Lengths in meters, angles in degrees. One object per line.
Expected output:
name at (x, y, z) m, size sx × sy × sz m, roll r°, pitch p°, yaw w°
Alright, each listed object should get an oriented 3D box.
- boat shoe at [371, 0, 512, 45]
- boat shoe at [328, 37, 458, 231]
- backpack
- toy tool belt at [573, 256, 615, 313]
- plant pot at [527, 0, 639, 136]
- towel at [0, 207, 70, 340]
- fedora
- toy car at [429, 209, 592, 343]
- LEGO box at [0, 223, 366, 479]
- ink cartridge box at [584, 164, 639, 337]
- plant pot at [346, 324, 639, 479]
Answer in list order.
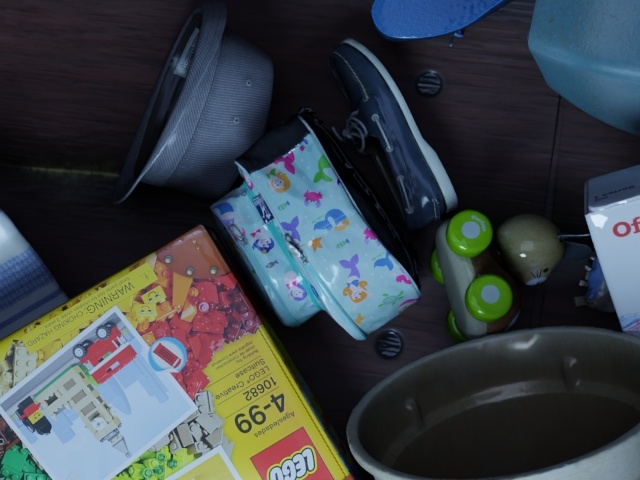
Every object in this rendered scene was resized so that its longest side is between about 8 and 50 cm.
boat shoe at (0.188, -0.304, 1.652) m, size 0.258 × 0.089 × 0.109 m, roll -18°, pitch 89°, yaw -1°
boat shoe at (0.072, -0.128, 1.625) m, size 0.079 × 0.095 × 0.254 m, roll -29°, pitch 84°, yaw -11°
backpack at (0.000, 0.000, 1.538) m, size 0.191 × 0.225 × 0.253 m, roll -40°, pitch 87°, yaw 0°
toy tool belt at (0.330, 0.043, 1.568) m, size 0.051 × 0.052 × 0.083 m, roll 14°, pitch 79°, yaw 2°
plant pot at (0.382, -0.254, 1.539) m, size 0.252 × 0.248 × 0.247 m, roll 8°, pitch 78°, yaw 22°
towel at (-0.400, 0.101, 1.582) m, size 0.209 × 0.034 × 0.285 m, roll -31°, pitch 118°, yaw 1°
fedora at (-0.139, -0.148, 1.615) m, size 0.124 × 0.244 × 0.275 m, roll 23°, pitch 70°, yaw -17°
toy car at (0.237, 0.029, 1.543) m, size 0.188 × 0.155 × 0.149 m, roll -13°, pitch 76°, yaw -8°
LEGO box at (-0.244, 0.265, 1.489) m, size 0.500 × 0.193 × 0.372 m, roll -31°, pitch 89°, yaw 0°
ink cartridge box at (0.419, 0.045, 1.432) m, size 0.201 × 0.117 × 0.278 m, roll -17°, pitch 108°, yaw 16°
plant pot at (0.225, 0.296, 1.376) m, size 0.334 × 0.334 × 0.305 m, roll -14°, pitch 107°, yaw 5°
